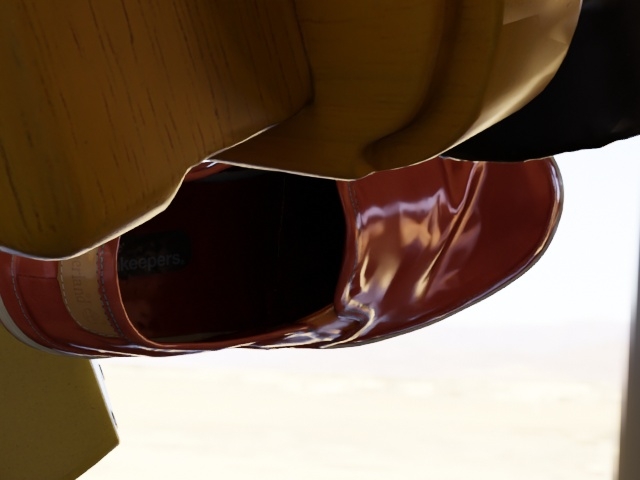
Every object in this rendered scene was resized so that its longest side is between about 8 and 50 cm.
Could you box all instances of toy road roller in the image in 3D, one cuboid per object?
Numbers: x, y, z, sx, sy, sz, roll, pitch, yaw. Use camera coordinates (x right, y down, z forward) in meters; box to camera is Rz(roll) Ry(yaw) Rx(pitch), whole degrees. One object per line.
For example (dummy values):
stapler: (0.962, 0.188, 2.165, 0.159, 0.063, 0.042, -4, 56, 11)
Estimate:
toy road roller: (-0.060, -0.111, 0.578, 0.240, 0.202, 0.329, -29, 25, -36)

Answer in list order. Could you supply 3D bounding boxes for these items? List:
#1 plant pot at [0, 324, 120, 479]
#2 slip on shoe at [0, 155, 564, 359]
plant pot: (-0.255, 0.093, 1.374, 0.187, 0.212, 0.212, -19, 16, -6)
slip on shoe: (0.000, 0.000, 0.947, 0.331, 0.123, 0.101, -7, 8, -36)
